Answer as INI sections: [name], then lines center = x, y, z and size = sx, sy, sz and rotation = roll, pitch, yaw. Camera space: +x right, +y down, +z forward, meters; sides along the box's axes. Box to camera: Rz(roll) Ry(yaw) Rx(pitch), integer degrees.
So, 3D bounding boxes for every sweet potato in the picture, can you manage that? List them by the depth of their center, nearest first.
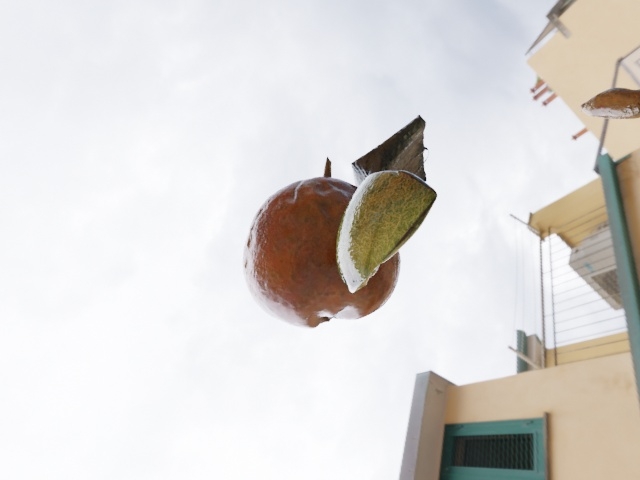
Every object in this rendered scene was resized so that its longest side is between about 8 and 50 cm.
[sweet potato]
center = 0.586, -0.253, 0.706
size = 0.051, 0.218, 0.065
rotation = -1, -92, -49

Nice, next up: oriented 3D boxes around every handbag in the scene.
[handbag]
center = 0.164, -0.128, 0.870
size = 0.175, 0.270, 0.089
rotation = -36, -122, -11

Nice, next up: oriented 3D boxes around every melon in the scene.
[melon]
center = 0.052, -0.009, 0.452
size = 0.079, 0.160, 0.128
rotation = 36, -113, 3

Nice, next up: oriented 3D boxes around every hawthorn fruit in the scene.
[hawthorn fruit]
center = 0.000, 0.000, 0.716
size = 0.277, 0.277, 0.298
rotation = 0, -88, -28
